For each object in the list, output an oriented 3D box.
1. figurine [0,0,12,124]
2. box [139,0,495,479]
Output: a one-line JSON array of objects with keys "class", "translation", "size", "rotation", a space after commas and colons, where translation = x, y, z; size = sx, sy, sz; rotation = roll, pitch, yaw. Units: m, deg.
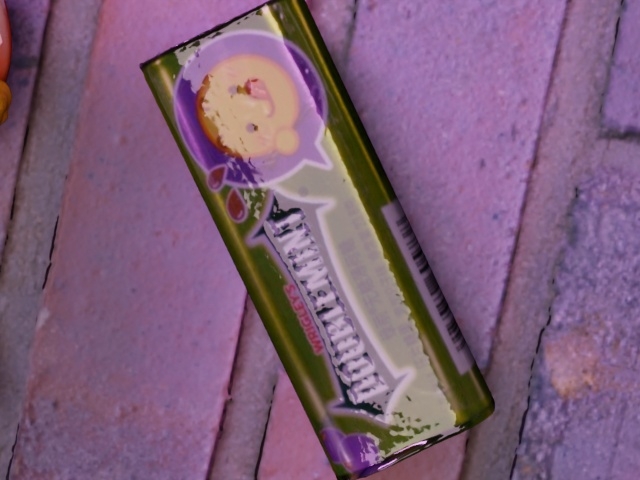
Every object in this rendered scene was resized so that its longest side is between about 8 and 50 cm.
[{"class": "figurine", "translation": [-0.342, -0.184, 1.173], "size": [0.320, 0.196, 0.323], "rotation": [-18, 88, 11]}, {"class": "box", "translation": [0.000, 0.000, 1.214], "size": [0.134, 0.097, 0.346], "rotation": [-24, 94, 7]}]
